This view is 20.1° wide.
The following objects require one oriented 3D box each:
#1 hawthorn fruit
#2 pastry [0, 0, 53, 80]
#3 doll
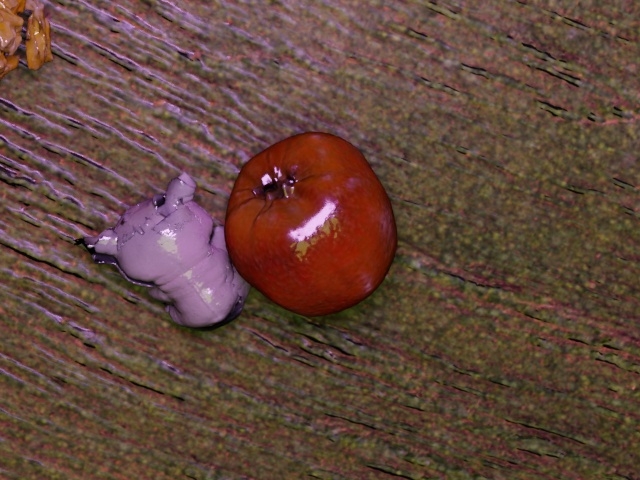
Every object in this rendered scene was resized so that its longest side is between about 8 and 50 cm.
[{"bbox_3d":[0.000,0.000,2.015,0.196,0.196,0.225,-31,131,7],"label":"hawthorn fruit"},{"bbox_3d":[-0.389,-0.199,1.943,0.154,0.102,0.250,40,105,-4],"label":"pastry"},{"bbox_3d":[-0.163,0.023,2.044,0.149,0.095,0.192,-38,110,11],"label":"doll"}]
